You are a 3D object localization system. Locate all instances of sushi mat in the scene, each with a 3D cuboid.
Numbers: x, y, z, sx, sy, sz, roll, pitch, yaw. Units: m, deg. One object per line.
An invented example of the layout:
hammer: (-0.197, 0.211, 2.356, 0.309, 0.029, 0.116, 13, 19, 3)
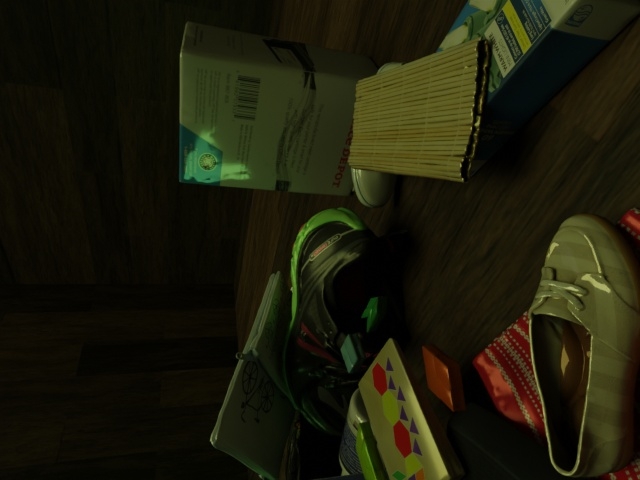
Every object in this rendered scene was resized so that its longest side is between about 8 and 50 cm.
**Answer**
sushi mat: (0.114, -0.168, 0.591, 0.316, 0.019, 0.152, -149, 61, -67)

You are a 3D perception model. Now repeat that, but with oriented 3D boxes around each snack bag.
snack bag: (-0.091, 0.288, 0.862, 0.323, 0.037, 0.343, 70, -150, -47)

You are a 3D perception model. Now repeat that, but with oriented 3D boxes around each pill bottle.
pill bottle: (0.091, 0.354, 0.730, 0.112, 0.112, 0.187, -122, 38, -60)

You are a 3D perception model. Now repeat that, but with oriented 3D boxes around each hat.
hat: (-0.010, 0.524, 1.005, 0.331, 0.133, 0.331, -168, 90, -85)

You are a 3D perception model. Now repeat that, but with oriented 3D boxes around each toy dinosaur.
toy dinosaur: (0.114, 0.009, 0.761, 0.082, 0.090, 0.047, 20, -114, -67)

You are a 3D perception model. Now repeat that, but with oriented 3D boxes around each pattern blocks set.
pattern blocks set: (0.106, 0.234, 0.529, 0.285, 0.026, 0.325, 117, 145, -50)

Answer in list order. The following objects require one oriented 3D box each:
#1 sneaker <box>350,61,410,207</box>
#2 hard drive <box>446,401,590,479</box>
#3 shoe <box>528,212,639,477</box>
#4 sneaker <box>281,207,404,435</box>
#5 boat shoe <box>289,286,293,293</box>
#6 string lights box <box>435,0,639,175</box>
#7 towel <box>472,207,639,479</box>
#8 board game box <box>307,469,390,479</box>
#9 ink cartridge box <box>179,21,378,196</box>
sneaker: (0.113, -0.182, 0.739, 0.091, 0.094, 0.258, -135, 49, -72)
hard drive: (0.200, 0.287, 0.391, 0.254, 0.054, 0.172, -155, 67, -68)
shoe: (0.217, 0.085, 0.350, 0.076, 0.058, 0.219, 170, 100, -69)
sneaker: (0.041, 0.188, 0.780, 0.202, 0.185, 0.483, 31, 130, 53)
boat shoe: (-0.042, 0.159, 1.177, 0.113, 0.104, 0.306, 121, 146, -57)
string lights box: (0.202, -0.201, 0.490, 0.260, 0.076, 0.133, 122, 143, -58)
towel: (0.252, 0.128, 0.382, 0.275, 0.031, 0.199, 110, 154, -45)
board game box: (0.089, 0.466, 0.530, 0.291, 0.232, 0.141, -124, 40, -61)
ink cartridge box: (-0.094, -0.264, 0.913, 0.166, 0.394, 0.285, -103, 23, -44)
